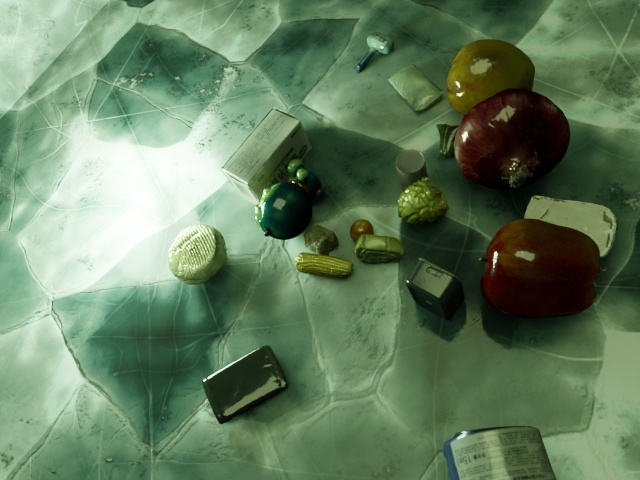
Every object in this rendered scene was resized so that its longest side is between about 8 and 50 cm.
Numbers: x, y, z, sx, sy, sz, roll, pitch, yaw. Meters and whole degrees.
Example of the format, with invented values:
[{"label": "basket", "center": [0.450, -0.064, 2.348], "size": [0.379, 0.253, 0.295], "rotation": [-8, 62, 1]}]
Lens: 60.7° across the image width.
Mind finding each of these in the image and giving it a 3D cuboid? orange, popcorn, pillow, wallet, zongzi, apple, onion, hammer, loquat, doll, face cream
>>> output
[{"label": "orange", "center": [0.139, -0.030, 1.833], "size": [0.083, 0.070, 0.083], "rotation": [-11, 47, 13]}, {"label": "popcorn", "center": [0.334, -0.116, 1.773], "size": [0.173, 0.173, 0.142], "rotation": [-29, 63, 0]}, {"label": "pillow", "center": [0.360, -0.585, 2.077], "size": [0.128, 0.051, 0.229], "rotation": [-30, 56, -3]}, {"label": "wallet", "center": [-0.235, 0.448, 1.705], "size": [0.245, 0.052, 0.168], "rotation": [-28, 58, -5]}, {"label": "zongzi", "center": [0.428, -0.340, 1.937], "size": [0.130, 0.062, 0.154], "rotation": [25, 88, 49]}, {"label": "apple", "center": [0.596, 0.083, 1.516], "size": [0.317, 0.288, 0.288], "rotation": [8, 65, 10]}, {"label": "onion", "center": [0.590, -0.278, 1.665], "size": [0.347, 0.347, 0.285], "rotation": [-11, 46, 11]}, {"label": "hammer", "center": [0.204, -0.755, 2.215], "size": [0.116, 0.069, 0.194], "rotation": [38, 86, 29]}, {"label": "loquat", "center": [0.580, -0.551, 1.876], "size": [0.284, 0.276, 0.276], "rotation": [20, 70, 22]}, {"label": "doll", "center": [-0.104, -0.130, 1.892], "size": [0.186, 0.198, 0.322], "rotation": [27, 63, 15]}, {"label": "face cream", "center": [0.435, 0.577, 1.309], "size": [0.249, 0.249, 0.225], "rotation": [-12, 59, 11]}]

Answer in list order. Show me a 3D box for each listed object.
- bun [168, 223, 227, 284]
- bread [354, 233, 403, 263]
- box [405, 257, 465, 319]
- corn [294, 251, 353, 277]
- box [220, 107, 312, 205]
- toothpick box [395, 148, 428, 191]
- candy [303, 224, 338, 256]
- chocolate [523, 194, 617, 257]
[{"label": "bun", "center": [-0.421, 0.059, 1.921], "size": [0.220, 0.134, 0.220], "rotation": [-8, 64, 17]}, {"label": "bread", "center": [0.188, 0.031, 1.756], "size": [0.156, 0.117, 0.064], "rotation": [1, 61, 18]}, {"label": "box", "center": [0.335, 0.147, 1.602], "size": [0.144, 0.201, 0.090], "rotation": [30, 79, 27]}, {"label": "corn", "center": [0.010, 0.083, 1.813], "size": [0.203, 0.072, 0.072], "rotation": [7, 65, 19]}, {"label": "box", "center": [-0.190, -0.310, 2.025], "size": [0.145, 0.173, 0.333], "rotation": [30, 75, 26]}, {"label": "toothpick box", "center": [0.311, -0.224, 1.838], "size": [0.098, 0.149, 0.098], "rotation": [-7, 61, 13]}, {"label": "candy", "center": [0.000, 0.000, 1.860], "size": [0.095, 0.085, 0.110], "rotation": [-39, 47, -16]}, {"label": "chocolate", "center": [0.747, -0.037, 1.645], "size": [0.254, 0.080, 0.157], "rotation": [12, 82, 24]}]
